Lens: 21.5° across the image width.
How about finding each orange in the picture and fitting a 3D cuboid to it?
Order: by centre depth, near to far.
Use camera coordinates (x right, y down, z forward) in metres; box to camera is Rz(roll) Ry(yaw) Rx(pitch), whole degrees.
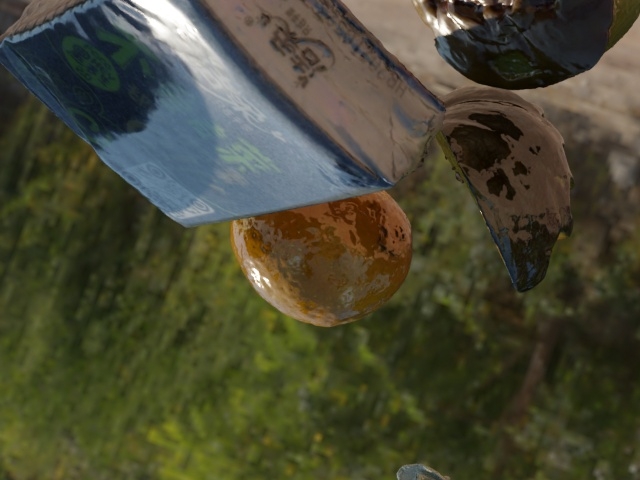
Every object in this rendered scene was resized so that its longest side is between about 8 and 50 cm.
[{"bbox_3d":[0.000,-0.002,1.952,0.219,0.193,0.219,23,178,1],"label":"orange"}]

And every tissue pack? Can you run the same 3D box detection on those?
[{"bbox_3d":[-0.105,-0.147,1.549,0.288,0.124,0.394,43,156,-20],"label":"tissue pack"}]

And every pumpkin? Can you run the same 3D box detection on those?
[{"bbox_3d":[0.206,-0.090,1.813,0.149,0.130,0.254,62,-177,-70],"label":"pumpkin"}]

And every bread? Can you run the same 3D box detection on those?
[{"bbox_3d":[0.202,-0.284,1.726,0.270,0.148,0.270,25,134,29],"label":"bread"}]

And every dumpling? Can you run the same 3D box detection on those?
[{"bbox_3d":[0.116,0.257,1.693,0.057,0.076,0.052,-31,155,20],"label":"dumpling"}]
